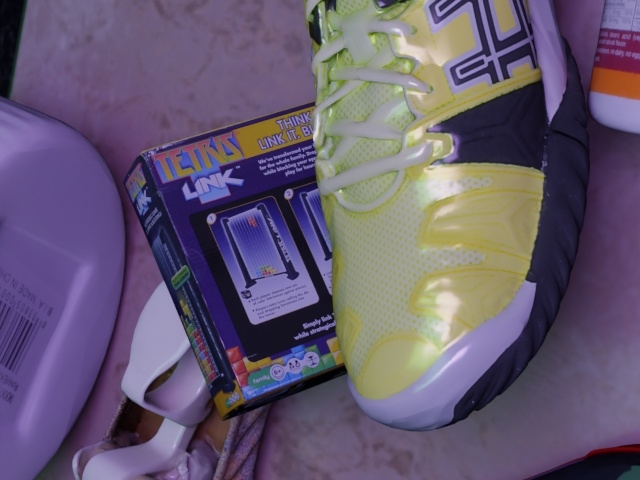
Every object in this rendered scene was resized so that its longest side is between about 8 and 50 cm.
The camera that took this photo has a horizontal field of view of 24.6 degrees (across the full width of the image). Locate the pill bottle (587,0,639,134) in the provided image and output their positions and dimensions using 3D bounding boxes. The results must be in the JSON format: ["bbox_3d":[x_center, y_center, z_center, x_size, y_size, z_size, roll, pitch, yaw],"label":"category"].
[{"bbox_3d":[0.202,-0.154,0.684,0.121,0.121,0.221,14,99,28],"label":"pill bottle"}]

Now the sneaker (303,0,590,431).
[{"bbox_3d":[0.037,-0.101,0.701,0.145,0.147,0.385,-19,60,46],"label":"sneaker"}]

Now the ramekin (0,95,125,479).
[{"bbox_3d":[-0.231,0.036,0.857,0.135,0.277,0.277,17,100,19],"label":"ramekin"}]

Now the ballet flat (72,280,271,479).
[{"bbox_3d":[-0.089,0.105,0.868,0.107,0.106,0.316,27,105,29],"label":"ballet flat"}]

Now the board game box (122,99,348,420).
[{"bbox_3d":[0.000,0.000,0.783,0.141,0.170,0.048,66,154,12],"label":"board game box"}]

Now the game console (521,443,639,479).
[{"bbox_3d":[0.106,0.316,0.797,0.386,0.060,0.342,-27,79,28],"label":"game console"}]
